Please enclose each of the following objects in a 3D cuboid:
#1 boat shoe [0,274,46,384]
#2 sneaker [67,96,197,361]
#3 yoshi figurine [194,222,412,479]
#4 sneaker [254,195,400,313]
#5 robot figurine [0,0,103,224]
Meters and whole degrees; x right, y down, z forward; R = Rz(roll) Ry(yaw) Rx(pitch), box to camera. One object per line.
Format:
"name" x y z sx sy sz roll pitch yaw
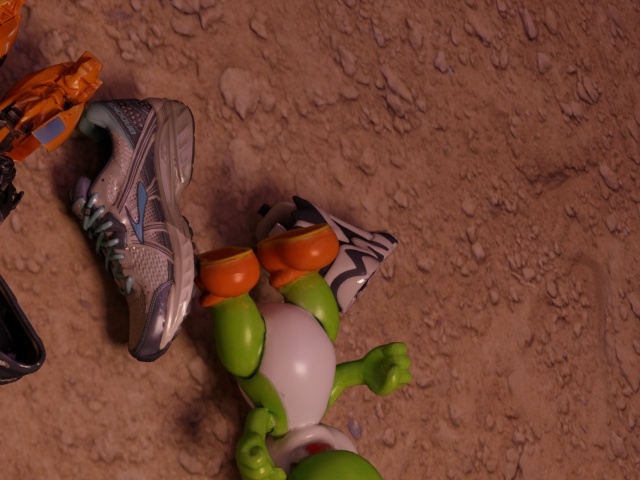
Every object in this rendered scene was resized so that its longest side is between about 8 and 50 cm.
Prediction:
"boat shoe" -0.342 0.025 1.275 0.095 0.079 0.254 -44 109 -44
"sneaker" -0.202 -0.013 1.448 0.122 0.110 0.283 5 70 -27
"yoshi figurine" -0.011 0.175 1.458 0.203 0.203 0.362 -36 115 -73
"sneaker" 0.000 0.000 1.648 0.153 0.094 0.235 37 19 4
"robot figurine" -0.329 -0.127 1.294 0.211 0.085 0.291 41 35 -4
